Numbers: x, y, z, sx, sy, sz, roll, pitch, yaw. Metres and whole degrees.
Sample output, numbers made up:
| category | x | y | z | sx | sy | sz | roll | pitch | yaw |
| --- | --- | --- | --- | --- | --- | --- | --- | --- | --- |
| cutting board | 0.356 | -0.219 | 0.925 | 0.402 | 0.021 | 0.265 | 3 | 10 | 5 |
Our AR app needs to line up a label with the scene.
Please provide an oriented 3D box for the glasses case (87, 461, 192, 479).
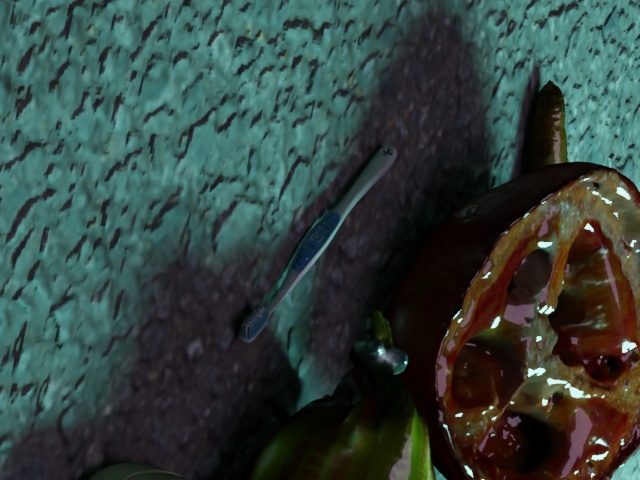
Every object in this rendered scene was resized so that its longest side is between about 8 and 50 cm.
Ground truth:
| category | x | y | z | sx | sy | sz | roll | pitch | yaw |
| --- | --- | --- | --- | --- | --- | --- | --- | --- | --- |
| glasses case | -0.102 | 0.210 | 0.902 | 0.083 | 0.050 | 0.196 | 13 | 90 | -59 |

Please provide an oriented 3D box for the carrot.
| category | x | y | z | sx | sy | sz | roll | pitch | yaw |
| --- | --- | --- | --- | --- | --- | --- | --- | --- | --- |
| carrot | 0.152 | -0.025 | 1.220 | 0.036 | 0.036 | 0.165 | -9 | 106 | -55 |

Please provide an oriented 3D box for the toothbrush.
| category | x | y | z | sx | sy | sz | roll | pitch | yaw |
| --- | --- | --- | --- | --- | --- | --- | --- | --- | --- |
| toothbrush | 0.000 | 0.000 | 1.019 | 0.162 | 0.014 | 0.017 | -51 | 158 | -35 |

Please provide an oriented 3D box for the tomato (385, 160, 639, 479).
| category | x | y | z | sx | sy | sz | roll | pitch | yaw |
| --- | --- | --- | --- | --- | --- | --- | --- | --- | --- |
| tomato | 0.121 | 0.058 | 1.142 | 0.228 | 0.101 | 0.228 | -13 | 109 | -43 |

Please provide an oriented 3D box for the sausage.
| category | x | y | z | sx | sy | sz | roll | pitch | yaw |
| --- | --- | --- | --- | --- | --- | --- | --- | --- | --- |
| sausage | -0.007 | 0.191 | 0.979 | 0.125 | 0.117 | 0.317 | 100 | 6 | -83 |
